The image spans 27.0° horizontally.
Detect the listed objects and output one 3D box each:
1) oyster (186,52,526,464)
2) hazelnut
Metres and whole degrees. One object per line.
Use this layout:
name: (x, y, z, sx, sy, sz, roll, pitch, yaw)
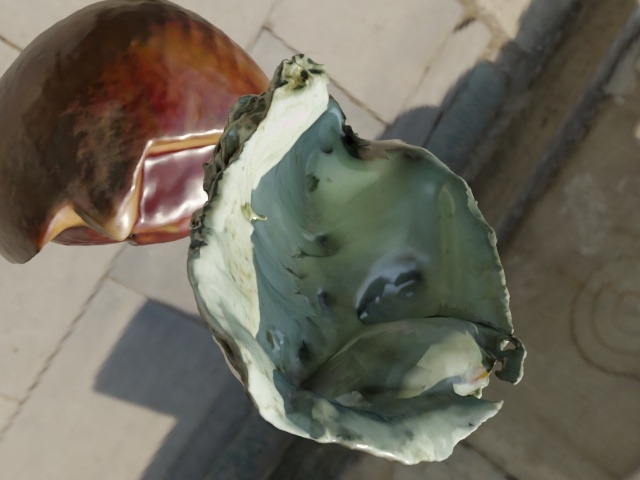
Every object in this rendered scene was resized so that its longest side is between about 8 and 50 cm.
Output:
oyster: (0.002, -0.003, 0.548, 0.199, 0.252, 0.087, 10, 122, -39)
hazelnut: (-0.130, -0.061, 0.854, 0.201, 0.160, 0.170, -43, 172, 11)
